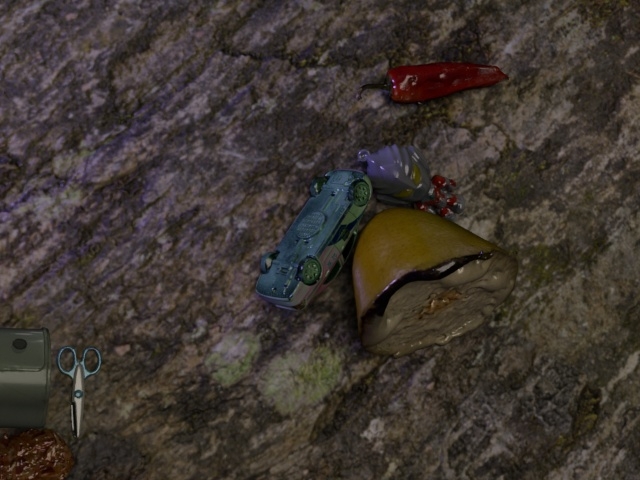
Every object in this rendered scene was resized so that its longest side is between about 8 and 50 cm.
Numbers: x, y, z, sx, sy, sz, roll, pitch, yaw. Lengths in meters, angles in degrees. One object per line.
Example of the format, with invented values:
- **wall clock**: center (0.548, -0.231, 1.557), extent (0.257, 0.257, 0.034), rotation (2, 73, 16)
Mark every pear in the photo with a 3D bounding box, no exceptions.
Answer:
- **pear**: center (0.128, 0.035, 1.643), extent (0.267, 0.267, 0.178), rotation (-20, 59, -22)

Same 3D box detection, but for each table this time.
- **table**: center (-0.444, 0.163, 1.436), extent (0.220, 0.126, 0.126), rotation (4, 79, -18)

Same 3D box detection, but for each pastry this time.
- **pastry**: center (-0.389, 0.278, 1.457), extent (0.169, 0.087, 0.063), rotation (-20, 131, -24)

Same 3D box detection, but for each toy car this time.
- **toy car**: center (0.000, 0.000, 1.645), extent (0.076, 0.090, 0.224), rotation (47, 65, -34)

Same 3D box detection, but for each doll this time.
- **doll**: center (0.132, -0.084, 1.719), extent (0.180, 0.079, 0.094), rotation (30, 103, -18)

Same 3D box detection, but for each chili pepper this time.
- **chili pepper**: center (0.174, -0.239, 1.772), extent (0.268, 0.050, 0.059), rotation (-8, 67, -21)

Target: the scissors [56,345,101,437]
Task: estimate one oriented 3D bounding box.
- **scissors**: center (-0.313, 0.195, 1.535), extent (0.058, 0.014, 0.119), rotation (3, 75, -18)
